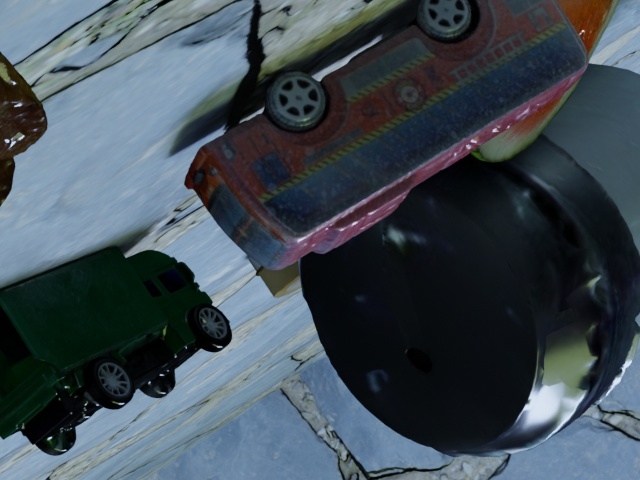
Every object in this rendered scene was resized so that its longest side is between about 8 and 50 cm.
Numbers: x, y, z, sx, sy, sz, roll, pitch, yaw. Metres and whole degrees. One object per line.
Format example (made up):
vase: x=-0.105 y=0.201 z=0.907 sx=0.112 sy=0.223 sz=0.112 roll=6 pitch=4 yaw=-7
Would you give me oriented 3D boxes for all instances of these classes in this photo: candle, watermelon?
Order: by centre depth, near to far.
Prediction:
watermelon: x=0.120 y=-0.108 z=1.052 sx=0.119 sy=0.063 sz=0.245 roll=-52 pitch=165 yaw=27
candle: x=0.154 y=-0.002 z=1.260 sx=0.221 sy=0.221 sz=0.342 roll=-39 pitch=173 yaw=40

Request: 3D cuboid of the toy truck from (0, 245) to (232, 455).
toy truck: x=-0.116 y=0.054 z=0.951 sx=0.065 sy=0.079 sz=0.147 roll=-39 pitch=171 yaw=34

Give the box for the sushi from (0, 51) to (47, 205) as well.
sushi: x=-0.107 y=-0.033 z=0.472 sx=0.055 sy=0.052 sz=0.120 roll=-48 pitch=178 yaw=-8

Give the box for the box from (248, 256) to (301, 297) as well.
box: x=0.000 y=0.000 z=1.319 sx=0.105 sy=0.037 sz=0.105 roll=-32 pitch=174 yaw=-4

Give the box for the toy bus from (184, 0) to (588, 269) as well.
toy bus: x=0.033 y=-0.058 z=0.854 sx=0.192 sy=0.077 sz=0.065 roll=-32 pitch=172 yaw=-19
